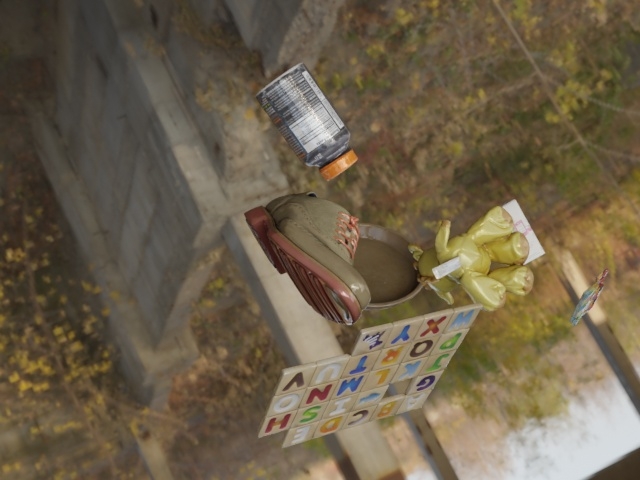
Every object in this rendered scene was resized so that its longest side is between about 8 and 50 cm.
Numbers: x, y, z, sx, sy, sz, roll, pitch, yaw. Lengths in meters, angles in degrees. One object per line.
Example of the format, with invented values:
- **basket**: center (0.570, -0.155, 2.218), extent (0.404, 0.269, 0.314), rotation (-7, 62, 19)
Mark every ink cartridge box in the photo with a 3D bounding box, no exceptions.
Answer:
- **ink cartridge box**: center (0.382, -0.014, 1.751), extent (0.052, 0.122, 0.088), rotation (-27, 178, -5)

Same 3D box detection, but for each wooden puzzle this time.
- **wooden puzzle**: center (0.325, 0.072, 1.073), extent (0.049, 0.006, 0.083), rotation (-28, 143, -39)

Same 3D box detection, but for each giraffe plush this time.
- **giraffe plush**: center (0.251, 0.046, 1.591), extent (0.210, 0.181, 0.170), rotation (-6, 173, -23)

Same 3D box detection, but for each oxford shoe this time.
- **oxford shoe**: center (0.000, 0.000, 1.198), extent (0.130, 0.123, 0.348), rotation (-32, -151, -8)

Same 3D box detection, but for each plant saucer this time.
- **plant saucer**: center (0.099, 0.061, 1.976), extent (0.278, 0.278, 0.041), rotation (-20, 137, -30)

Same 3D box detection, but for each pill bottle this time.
- **pill bottle**: center (-0.022, -0.251, 1.924), extent (0.130, 0.245, 0.130), rotation (-34, -171, 6)

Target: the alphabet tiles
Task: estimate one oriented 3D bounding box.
- **alphabet tiles**: center (0.049, 0.153, 0.971), extent (0.237, 0.009, 0.198), rotation (-10, 141, -29)
